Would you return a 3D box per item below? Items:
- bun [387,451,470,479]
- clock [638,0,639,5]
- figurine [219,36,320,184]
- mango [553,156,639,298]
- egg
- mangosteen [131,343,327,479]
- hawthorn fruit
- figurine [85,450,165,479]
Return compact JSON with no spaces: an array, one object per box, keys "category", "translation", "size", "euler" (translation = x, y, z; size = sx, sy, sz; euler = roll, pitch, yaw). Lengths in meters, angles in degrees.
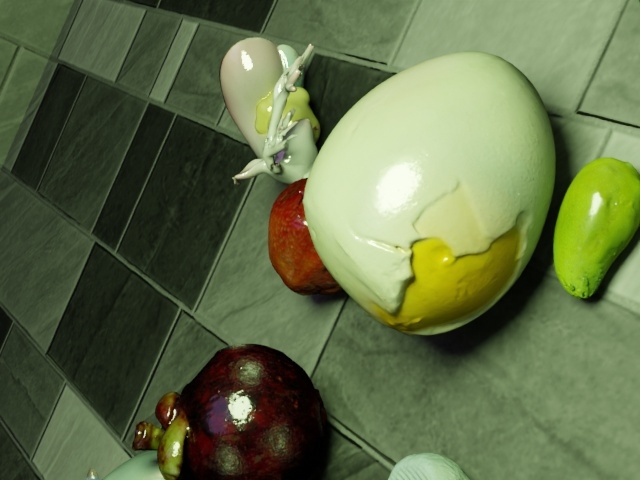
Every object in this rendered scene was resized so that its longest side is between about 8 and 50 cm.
[{"category":"bun","translation":[0.134,0.320,1.220],"size":[0.141,0.083,0.141],"euler":[-30,54,51]},{"category":"clock","translation":[0.463,-0.322,1.167],"size":[0.226,0.049,0.226],"euler":[-25,55,41]},{"category":"figurine","translation":[-0.043,-0.199,1.610],"size":[0.284,0.206,0.316],"euler":[-58,42,31]},{"category":"mango","translation":[0.310,-0.015,1.177],"size":[0.091,0.074,0.165],"euler":[15,84,51]},{"category":"egg","translation":[0.137,-0.063,1.249],"size":[0.345,0.283,0.283],"euler":[-55,37,-4]},{"category":"mangosteen","translation":[-0.124,0.258,1.419],"size":[0.228,0.265,0.228],"euler":[172,90,-83]},{"category":"hawthorn fruit","translation":[0.008,-0.008,1.480],"size":[0.173,0.179,0.173],"euler":[-4,57,7]},{"category":"figurine","translation":[-0.165,0.454,1.485],"size":[0.205,0.224,0.382],"euler":[-45,64,-3]}]
